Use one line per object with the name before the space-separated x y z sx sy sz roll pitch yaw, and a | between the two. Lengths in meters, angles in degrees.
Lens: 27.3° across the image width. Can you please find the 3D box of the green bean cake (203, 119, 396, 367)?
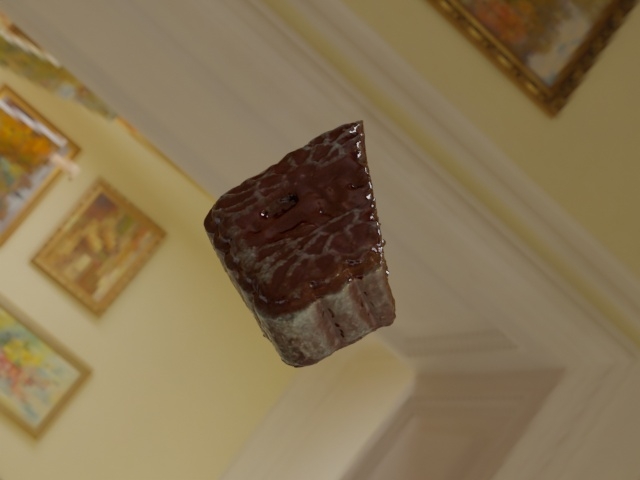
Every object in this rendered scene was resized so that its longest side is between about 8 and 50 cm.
green bean cake | 0.000 0.000 1.290 0.199 0.097 0.232 -27 -141 -3
